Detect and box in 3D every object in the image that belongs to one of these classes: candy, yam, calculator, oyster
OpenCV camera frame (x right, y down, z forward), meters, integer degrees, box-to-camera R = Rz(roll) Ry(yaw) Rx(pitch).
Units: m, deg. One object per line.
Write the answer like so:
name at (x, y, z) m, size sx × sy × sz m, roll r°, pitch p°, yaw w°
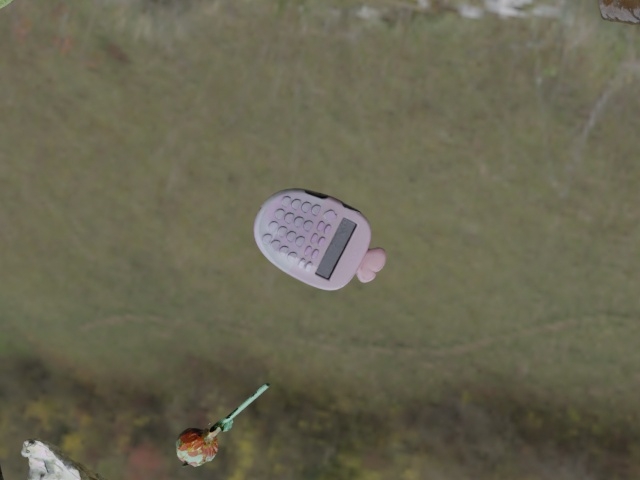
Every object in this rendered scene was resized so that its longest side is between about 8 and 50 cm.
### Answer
candy at (-0.114, 0.218, 1.823) m, size 0.049 × 0.055 × 0.184 m, roll 53°, pitch 128°, yaw 7°
yam at (0.373, -0.261, 1.656) m, size 0.057 × 0.057 × 0.241 m, roll 22°, pitch -179°, yaw -21°
calculator at (0.000, 0.000, 1.739) m, size 0.166 × 0.103 × 0.024 m, roll 26°, pitch -177°, yaw -21°
oyster at (-0.244, 0.282, 1.621) m, size 0.209 × 0.072 × 0.133 m, roll 29°, pitch 132°, yaw 42°

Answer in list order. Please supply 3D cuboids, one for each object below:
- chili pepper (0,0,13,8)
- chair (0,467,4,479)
chili pepper at (-0.309, -0.258, 1.467) m, size 0.201 × 0.052 × 0.050 m, roll -37°, pitch 121°, yaw 9°
chair at (-0.296, 0.234, 1.309) m, size 0.106 × 0.229 × 0.113 m, roll -7°, pitch 140°, yaw -31°
